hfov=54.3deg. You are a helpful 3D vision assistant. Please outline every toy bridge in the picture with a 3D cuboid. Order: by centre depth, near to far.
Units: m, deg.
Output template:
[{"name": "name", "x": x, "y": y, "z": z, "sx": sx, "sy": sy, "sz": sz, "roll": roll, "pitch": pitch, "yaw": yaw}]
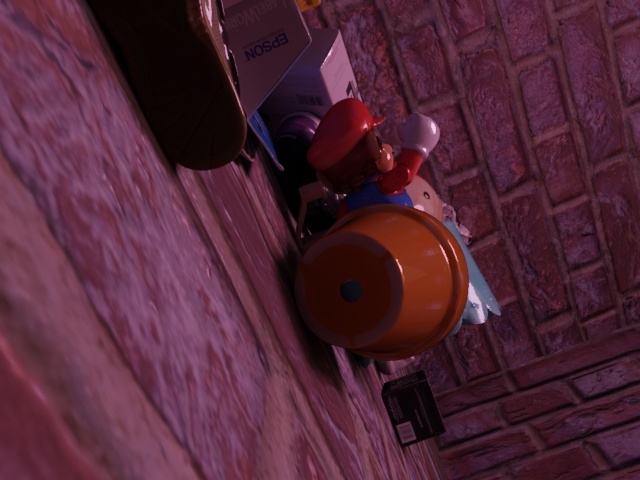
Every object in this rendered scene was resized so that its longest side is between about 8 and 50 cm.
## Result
[{"name": "toy bridge", "x": 0.000, "y": 0.000, "z": 0.925, "sx": 0.026, "sy": 0.063, "sz": 0.188, "roll": -105, "pitch": 175, "yaw": -52}]

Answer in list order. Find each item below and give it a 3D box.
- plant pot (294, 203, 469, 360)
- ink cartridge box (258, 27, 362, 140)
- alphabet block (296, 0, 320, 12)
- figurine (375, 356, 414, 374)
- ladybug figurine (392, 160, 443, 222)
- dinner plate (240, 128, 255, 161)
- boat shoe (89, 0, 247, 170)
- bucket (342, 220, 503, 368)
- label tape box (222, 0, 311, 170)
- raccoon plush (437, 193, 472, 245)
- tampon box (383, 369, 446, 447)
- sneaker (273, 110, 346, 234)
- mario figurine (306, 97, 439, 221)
[{"name": "plant pot", "x": 0.062, "y": 0.054, "z": 0.761, "sx": 0.188, "sy": 0.205, "sz": 0.205, "roll": 0, "pitch": 68, "yaw": -67}, {"name": "ink cartridge box", "x": -0.024, "y": -0.247, "z": 1.062, "sx": 0.092, "sy": 0.160, "sz": 0.219, "roll": -65, "pitch": 152, "yaw": -24}, {"name": "alphabet block", "x": -0.125, "y": -0.618, "z": 1.420, "sx": 0.192, "sy": 0.194, "sz": 0.197, "roll": -41, "pitch": 110, "yaw": -83}, {"name": "figurine", "x": 0.140, "y": 0.205, "z": 1.535, "sx": 0.209, "sy": 0.092, "sz": 0.215, "roll": 61, "pitch": 6, "yaw": -1}, {"name": "ladybug figurine", "x": 0.183, "y": -0.085, "z": 1.633, "sx": 0.449, "sy": 0.162, "sz": 0.305, "roll": -142, "pitch": -147, "yaw": -68}, {"name": "dinner plate", "x": -0.106, "y": -0.149, "z": 0.683, "sx": 0.141, "sy": 0.017, "sz": 0.141, "roll": -20, "pitch": 90, "yaw": -85}, {"name": "boat shoe", "x": -0.106, "y": -0.158, "z": 0.418, "sx": 0.073, "sy": 0.080, "sz": 0.223, "roll": -113, "pitch": -174, "yaw": -71}, {"name": "bucket", "x": 0.160, "y": 0.096, "z": 1.112, "sx": 0.281, "sy": 0.281, "sz": 0.183, "roll": 44, "pitch": 23, "yaw": -78}, {"name": "label tape box", "x": -0.090, "y": -0.282, "z": 0.763, "sx": 0.347, "sy": 0.115, "sz": 0.249, "roll": 63, "pitch": 3, "yaw": -20}, {"name": "raccoon plush", "x": 0.231, "y": -0.005, "z": 1.855, "sx": 0.299, "sy": 0.447, "sz": 0.216, "roll": 24, "pitch": 59, "yaw": -63}, {"name": "tampon box", "x": 0.204, "y": 0.364, "z": 1.370, "sx": 0.161, "sy": 0.102, "sz": 0.120, "roll": 39, "pitch": 31, "yaw": -82}, {"name": "sneaker", "x": -0.010, "y": -0.062, "z": 1.038, "sx": 0.124, "sy": 0.107, "sz": 0.283, "roll": -72, "pitch": 141, "yaw": -55}, {"name": "mario figurine", "x": 0.105, "y": -0.067, "z": 0.937, "sx": 0.170, "sy": 0.198, "sz": 0.320, "roll": 19, "pitch": 47, "yaw": -84}]
